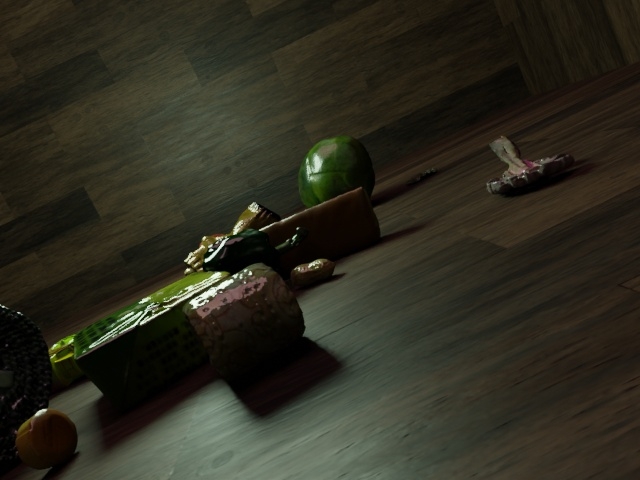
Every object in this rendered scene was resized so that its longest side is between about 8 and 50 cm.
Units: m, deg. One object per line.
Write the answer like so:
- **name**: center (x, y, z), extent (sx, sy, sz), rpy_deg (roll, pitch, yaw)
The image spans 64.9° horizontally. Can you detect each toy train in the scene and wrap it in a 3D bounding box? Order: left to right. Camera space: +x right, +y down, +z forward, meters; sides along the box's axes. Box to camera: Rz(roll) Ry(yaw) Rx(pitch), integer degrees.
- **toy train**: center (-0.578, 0.281, 1.280), extent (0.296, 0.100, 0.160), rpy_deg (-23, 16, 11)

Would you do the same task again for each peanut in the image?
- **peanut**: center (-0.017, 0.069, 1.087), extent (0.113, 0.053, 0.054), rpy_deg (-21, 10, 29)

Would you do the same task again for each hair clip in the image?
- **hair clip**: center (0.439, -0.167, 1.114), extent (0.173, 0.069, 0.300), rpy_deg (-25, 18, 16)

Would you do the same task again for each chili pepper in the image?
- **chili pepper**: center (-0.147, 0.049, 1.190), extent (0.261, 0.165, 0.174), rpy_deg (-13, -3, -14)

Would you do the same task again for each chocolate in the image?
- **chocolate**: center (-0.313, 0.181, 0.984), extent (0.289, 0.137, 0.301), rpy_deg (-30, 11, -25)

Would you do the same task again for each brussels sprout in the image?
- **brussels sprout**: center (0.052, -0.226, 1.910), extent (0.282, 0.289, 0.355), rpy_deg (-13, -7, -12)

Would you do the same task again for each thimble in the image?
- **thimble**: center (-0.117, 0.124, 0.765), extent (0.144, 0.137, 0.190), rpy_deg (-31, -5, -19)

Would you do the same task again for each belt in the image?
- **belt**: center (-0.599, 0.269, 0.889), extent (0.160, 0.295, 0.207), rpy_deg (-28, -12, 38)

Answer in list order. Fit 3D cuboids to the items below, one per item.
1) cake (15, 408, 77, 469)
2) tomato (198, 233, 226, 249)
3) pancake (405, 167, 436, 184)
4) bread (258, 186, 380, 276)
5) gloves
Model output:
- **cake**: center (-0.399, 0.291, 0.739), extent (0.044, 0.084, 0.084), rpy_deg (-33, 7, 13)
- **tomato**: center (-0.424, 0.058, 2.022), extent (0.187, 0.151, 0.187), rpy_deg (-30, 11, 6)
- **pancake**: center (0.384, -0.247, 1.936), extent (0.130, 0.022, 0.116), rpy_deg (-26, 6, -2)
- **bread**: center (-0.025, -0.007, 1.268), extent (0.361, 0.138, 0.077), rpy_deg (-22, 2, 22)
- **gloves**: center (-0.268, 0.030, 1.591), extent (0.356, 0.155, 0.203), rpy_deg (-42, 27, -10)
